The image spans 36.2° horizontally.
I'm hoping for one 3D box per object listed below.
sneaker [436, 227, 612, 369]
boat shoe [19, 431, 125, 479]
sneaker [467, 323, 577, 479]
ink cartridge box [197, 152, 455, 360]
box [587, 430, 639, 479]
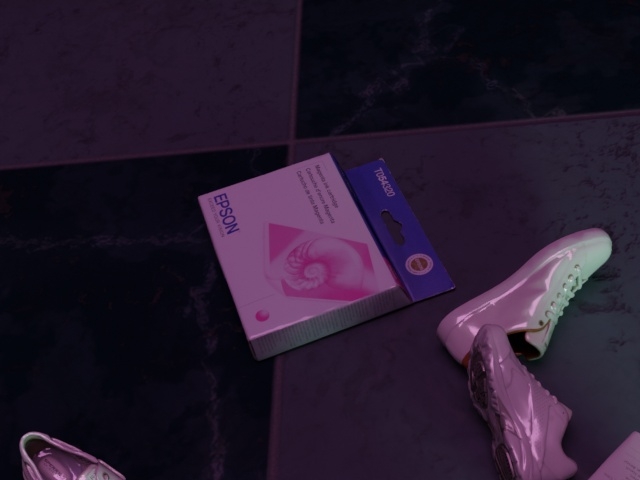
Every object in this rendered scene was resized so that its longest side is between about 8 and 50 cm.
[{"bbox_3d":[0.317,0.100,1.401,0.290,0.106,0.123,-34,54,-4],"label":"sneaker"},{"bbox_3d":[-0.305,0.343,1.302,0.277,0.096,0.098,23,56,27],"label":"boat shoe"},{"bbox_3d":[0.270,0.219,1.299,0.115,0.090,0.232,-9,73,-16],"label":"sneaker"},{"bbox_3d":[0.000,0.000,1.564,0.330,0.071,0.324,-21,48,-6],"label":"ink cartridge box"},{"bbox_3d":[0.386,0.347,1.111,0.119,0.181,0.182,-39,54,-22],"label":"box"}]
